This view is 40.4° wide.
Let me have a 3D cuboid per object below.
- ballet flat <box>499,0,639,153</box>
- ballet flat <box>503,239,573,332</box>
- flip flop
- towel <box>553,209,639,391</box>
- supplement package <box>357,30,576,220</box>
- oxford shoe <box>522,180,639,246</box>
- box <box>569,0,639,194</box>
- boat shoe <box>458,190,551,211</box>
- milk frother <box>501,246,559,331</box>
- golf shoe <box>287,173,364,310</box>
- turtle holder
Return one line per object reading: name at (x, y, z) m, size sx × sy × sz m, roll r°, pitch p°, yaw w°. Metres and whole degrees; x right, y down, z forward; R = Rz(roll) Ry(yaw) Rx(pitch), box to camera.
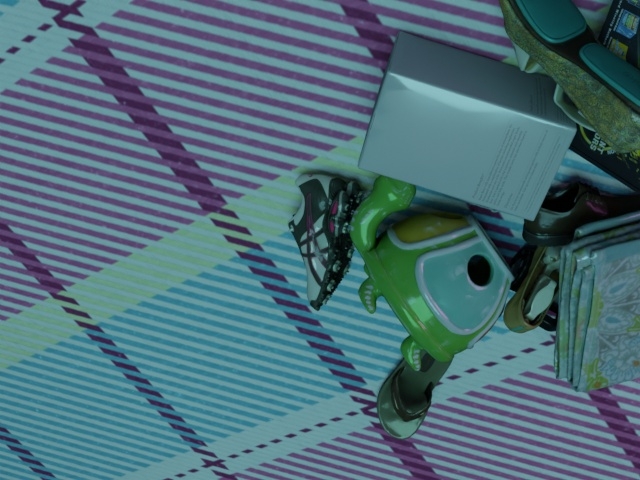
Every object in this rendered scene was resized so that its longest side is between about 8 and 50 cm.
ballet flat at (0.356, -0.262, 1.269) m, size 0.348 × 0.123 × 0.123 m, roll 51°, pitch 125°, yaw 19°
ballet flat at (0.395, 0.059, 1.487) m, size 0.080 × 0.073 × 0.232 m, roll 31°, pitch 80°, yaw -8°
flip flop at (0.190, 0.308, 1.770) m, size 0.112 × 0.080 × 0.277 m, roll 22°, pitch 125°, yaw -3°
towel at (0.575, 0.085, 1.471) m, size 0.374 × 0.090 × 0.321 m, roll -13°, pitch 126°, yaw -9°
supplement package at (0.229, -0.184, 1.379) m, size 0.293 × 0.175 × 0.178 m, roll 17°, pitch 126°, yaw 0°
oxford shoe at (0.453, -0.053, 1.451) m, size 0.227 × 0.083 × 0.096 m, roll -9°, pitch 124°, yaw -4°
box at (0.539, -0.238, 1.218) m, size 0.318 × 0.097 × 0.395 m, roll 43°, pitch 133°, yaw 35°
boat shoe at (0.287, -0.083, 1.490) m, size 0.227 × 0.081 × 0.079 m, roll 19°, pitch 125°, yaw -1°
milk frother at (0.392, 0.101, 1.593) m, size 0.134 × 0.129 × 0.143 m, roll 28°, pitch 167°, yaw -6°
golf shoe at (0.000, 0.000, 1.613) m, size 0.120 × 0.105 × 0.273 m, roll 21°, pitch 120°, yaw 17°
turtle holder at (0.191, 0.043, 1.531) m, size 0.227 × 0.243 × 0.320 m, roll -34°, pitch 74°, yaw 13°
